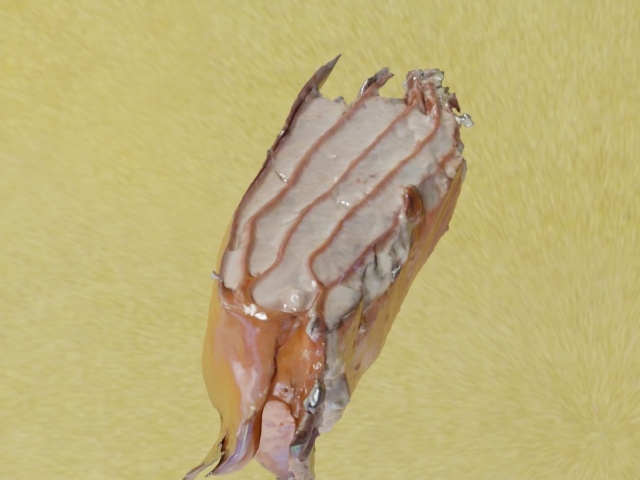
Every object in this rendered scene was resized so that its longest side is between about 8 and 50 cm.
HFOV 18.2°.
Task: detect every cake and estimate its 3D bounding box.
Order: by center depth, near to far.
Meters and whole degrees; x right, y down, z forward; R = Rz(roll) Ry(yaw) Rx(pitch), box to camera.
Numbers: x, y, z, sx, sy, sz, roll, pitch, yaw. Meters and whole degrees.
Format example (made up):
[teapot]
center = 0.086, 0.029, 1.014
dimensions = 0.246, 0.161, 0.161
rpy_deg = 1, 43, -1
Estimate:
[cake]
center = 0.007, 0.002, 1.061
dimensions = 0.098, 0.135, 0.287
rpy_deg = 16, 59, 12
